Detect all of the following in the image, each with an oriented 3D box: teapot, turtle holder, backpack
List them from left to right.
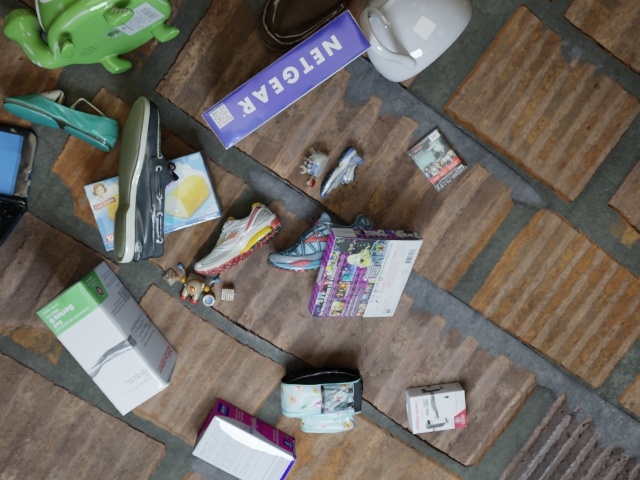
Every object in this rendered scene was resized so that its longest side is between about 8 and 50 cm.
[{"bbox_3d":[-0.468,-0.477,1.390,0.320,0.243,0.227,-27,85,41],"label":"turtle holder"},{"bbox_3d":[-0.002,0.367,1.578,0.188,0.166,0.144,5,90,-2],"label":"backpack"},{"bbox_3d":[0.172,-0.464,1.400,0.187,0.256,0.252,43,90,-18],"label":"teapot"}]

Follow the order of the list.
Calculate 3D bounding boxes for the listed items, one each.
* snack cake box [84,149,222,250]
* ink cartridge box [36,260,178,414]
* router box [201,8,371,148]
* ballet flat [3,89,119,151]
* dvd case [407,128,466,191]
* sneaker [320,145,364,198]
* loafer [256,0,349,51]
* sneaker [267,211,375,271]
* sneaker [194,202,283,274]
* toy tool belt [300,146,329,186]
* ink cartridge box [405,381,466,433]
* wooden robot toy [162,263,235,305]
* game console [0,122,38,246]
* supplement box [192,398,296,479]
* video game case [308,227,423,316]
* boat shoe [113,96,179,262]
[{"bbox_3d":[-0.367,-0.092,1.513,0.264,0.089,0.152,-17,101,-1],"label":"snack cake box"},{"bbox_3d":[-0.456,0.210,1.496,0.121,0.211,0.289,-35,100,2],"label":"ink cartridge box"},{"bbox_3d":[-0.071,-0.320,1.386,0.335,0.301,0.082,-35,101,2],"label":"router box"},{"bbox_3d":[-0.555,-0.277,1.483,0.247,0.083,0.087,22,73,-7],"label":"ballet flat"},{"bbox_3d":[0.270,-0.186,1.578,0.087,0.013,0.119,-40,101,3],"label":"dvd case"},{"bbox_3d":[0.051,-0.146,1.552,0.058,0.052,0.135,35,96,-13],"label":"sneaker"},{"bbox_3d":[0.011,-0.549,1.437,0.366,0.130,0.134,-42,100,4],"label":"loafer"},{"bbox_3d":[0.000,0.000,1.561,0.261,0.104,0.125,-12,91,-10],"label":"sneaker"},{"bbox_3d":[-0.197,0.000,1.554,0.225,0.088,0.093,-36,80,3],"label":"sneaker"},{"bbox_3d":[-0.021,-0.168,1.549,0.051,0.052,0.083,29,94,23],"label":"toy tool belt"},{"bbox_3d":[0.282,0.409,1.659,0.135,0.056,0.099,-7,101,-3],"label":"ink cartridge box"},{"bbox_3d":[-0.284,0.115,1.559,0.173,0.079,0.076,21,98,-7],"label":"wooden robot toy"},{"bbox_3d":[-0.787,-0.135,1.442,0.293,0.250,0.173,11,125,-5],"label":"game console"},{"bbox_3d":[-0.178,0.489,1.615,0.220,0.111,0.114,29,97,-8],"label":"supplement box"},{"bbox_3d":[0.098,0.077,1.525,0.210,0.042,0.232,1,127,-20],"label":"video game case"},{"bbox_3d":[-0.351,-0.120,1.412,0.113,0.127,0.340,4,91,-34],"label":"boat shoe"}]
